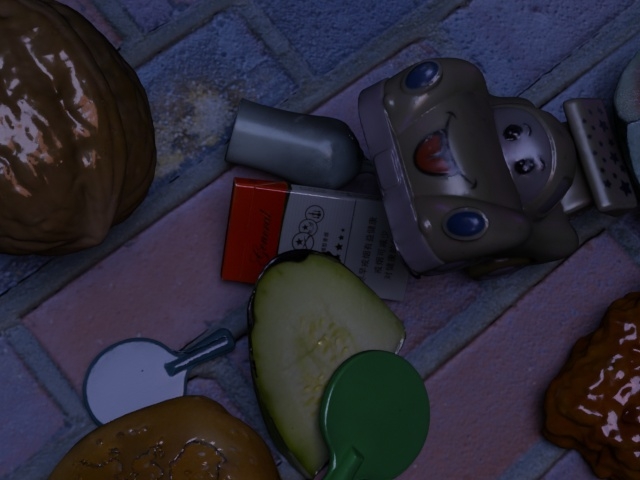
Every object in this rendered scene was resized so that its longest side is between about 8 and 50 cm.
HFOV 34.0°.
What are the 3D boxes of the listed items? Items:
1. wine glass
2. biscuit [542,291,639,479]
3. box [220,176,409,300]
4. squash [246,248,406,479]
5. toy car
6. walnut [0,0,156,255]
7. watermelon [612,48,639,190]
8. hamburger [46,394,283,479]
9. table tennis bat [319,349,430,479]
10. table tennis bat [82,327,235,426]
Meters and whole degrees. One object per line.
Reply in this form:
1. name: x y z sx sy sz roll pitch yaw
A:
1. wine glass: -0.007 -0.117 1.389 0.231 0.103 0.103 15 72 -4
2. biscuit: 0.481 0.211 1.373 0.312 0.110 0.318 42 71 6
3. box: 0.000 0.000 1.353 0.245 0.035 0.139 6 110 -7
4. squash: -0.011 0.136 1.288 0.204 0.155 0.237 34 69 3
5. toy car: 0.222 -0.088 1.286 0.226 0.336 0.242 -21 75 28
6. walnut: -0.349 -0.132 1.242 0.333 0.333 0.332 3 73 -9
7. watermelon: 0.514 -0.159 1.412 0.213 0.201 0.261 56 33 -25
8. hamburger: -0.167 0.342 1.177 0.284 0.174 0.304 -21 57 -6
9. table tennis bat: 0.048 0.252 1.296 0.160 0.039 0.257 45 60 -17
10. table tennis bat: -0.198 0.167 1.308 0.201 0.033 0.124 -27 82 -14
